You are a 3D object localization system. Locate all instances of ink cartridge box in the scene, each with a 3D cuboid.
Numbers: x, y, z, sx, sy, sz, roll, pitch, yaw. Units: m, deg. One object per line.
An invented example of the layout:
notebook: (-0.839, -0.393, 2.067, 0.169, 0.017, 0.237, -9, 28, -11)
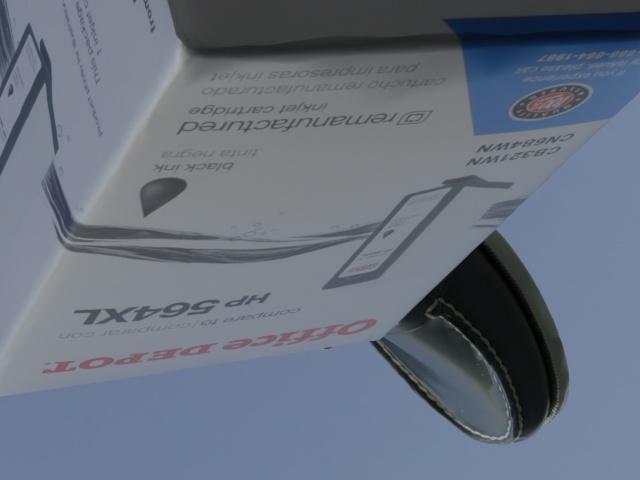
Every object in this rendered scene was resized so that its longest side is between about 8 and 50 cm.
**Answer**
ink cartridge box: (-0.014, -0.038, 0.513, 0.148, 0.086, 0.203, -7, -24, -27)

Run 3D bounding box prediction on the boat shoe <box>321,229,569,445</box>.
boat shoe: (0.000, 0.000, 0.851, 0.319, 0.116, 0.099, 51, -123, -25)
